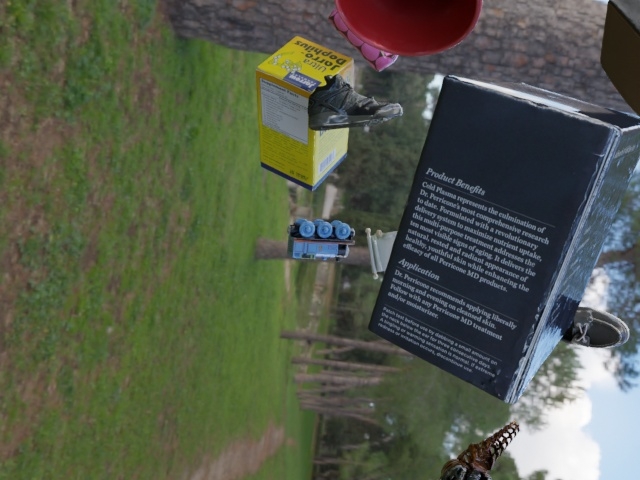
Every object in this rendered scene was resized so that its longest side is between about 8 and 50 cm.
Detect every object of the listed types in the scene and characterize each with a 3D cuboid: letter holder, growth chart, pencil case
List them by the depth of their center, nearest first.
[{"bbox_3d":[0.867,-0.474,1.748,0.214,0.151,0.302,77,2,-46],"label":"letter holder"},{"bbox_3d":[0.122,-0.551,1.794,0.098,0.209,0.095,-45,-174,-5],"label":"pencil case"},{"bbox_3d":[0.246,0.043,1.901,0.021,0.237,0.172,-1,87,-73],"label":"growth chart"}]

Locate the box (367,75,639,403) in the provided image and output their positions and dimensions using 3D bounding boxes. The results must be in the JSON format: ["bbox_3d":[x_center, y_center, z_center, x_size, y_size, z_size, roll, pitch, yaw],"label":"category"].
[{"bbox_3d":[0.370,-0.035,1.265,0.480,0.297,0.472,-18,129,-58],"label":"box"}]

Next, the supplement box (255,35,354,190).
[{"bbox_3d":[-0.044,-0.354,1.910,0.195,0.194,0.357,-49,156,-34],"label":"supplement box"}]

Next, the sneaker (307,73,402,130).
[{"bbox_3d":[0.080,-0.332,1.578,0.087,0.227,0.130,169,-83,-84],"label":"sneaker"}]

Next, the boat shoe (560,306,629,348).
[{"bbox_3d":[0.634,0.221,1.788,0.095,0.335,0.112,-24,120,-40],"label":"boat shoe"}]

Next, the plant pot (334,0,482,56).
[{"bbox_3d":[0.177,-0.523,1.241,0.275,0.274,0.243,97,7,-64],"label":"plant pot"}]

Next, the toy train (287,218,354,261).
[{"bbox_3d":[0.000,0.000,1.761,0.080,0.184,0.105,-152,-113,-70],"label":"toy train"}]

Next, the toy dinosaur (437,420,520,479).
[{"bbox_3d":[0.269,0.481,1.271,0.218,0.164,0.322,-105,-159,-73],"label":"toy dinosaur"}]
